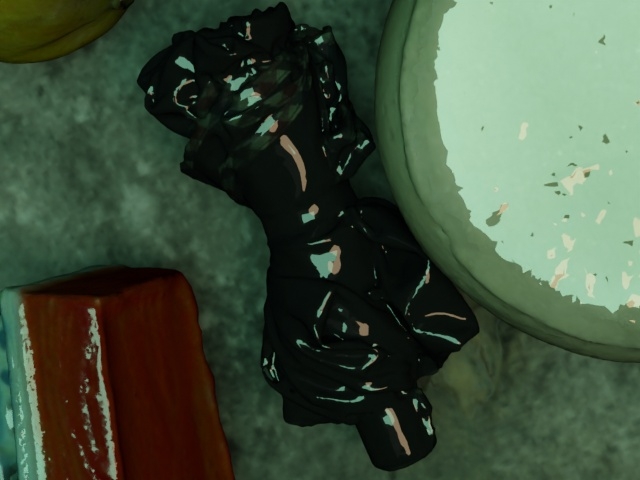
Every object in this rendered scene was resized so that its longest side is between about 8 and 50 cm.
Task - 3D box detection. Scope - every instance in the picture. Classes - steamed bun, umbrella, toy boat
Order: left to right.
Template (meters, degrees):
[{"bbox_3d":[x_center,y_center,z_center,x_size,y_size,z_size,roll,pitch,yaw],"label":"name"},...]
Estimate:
[{"bbox_3d":[-0.127,0.183,1.044,0.133,0.145,0.332,-8,94,26],"label":"toy boat"},{"bbox_3d":[0.001,-0.001,1.032,0.122,0.110,0.272,-23,94,0],"label":"umbrella"},{"bbox_3d":[0.170,-0.078,0.985,0.283,0.177,0.283,0,94,4],"label":"steamed bun"}]

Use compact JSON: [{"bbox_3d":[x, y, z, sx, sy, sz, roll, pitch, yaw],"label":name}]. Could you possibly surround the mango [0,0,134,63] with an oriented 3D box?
[{"bbox_3d":[-0.177,-0.227,1.007,0.167,0.130,0.262,-7,89,7],"label":"mango"}]
